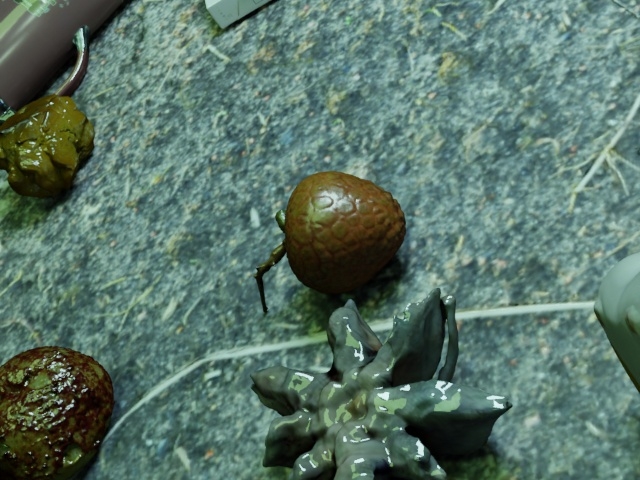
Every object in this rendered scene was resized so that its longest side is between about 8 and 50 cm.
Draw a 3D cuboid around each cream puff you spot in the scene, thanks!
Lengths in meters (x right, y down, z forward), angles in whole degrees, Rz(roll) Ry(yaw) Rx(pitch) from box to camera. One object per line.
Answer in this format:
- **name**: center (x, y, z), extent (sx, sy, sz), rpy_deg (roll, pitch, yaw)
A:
- **cream puff**: center (-0.298, -0.099, 1.623), extent (0.116, 0.094, 0.122), rpy_deg (-35, 17, -1)
- **cream puff**: center (-0.259, 0.158, 1.355), extent (0.149, 0.084, 0.149), rpy_deg (-22, 43, 22)

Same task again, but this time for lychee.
- **lychee**: center (0.004, 0.000, 1.294), extent (0.140, 0.114, 0.101), rpy_deg (-16, 10, -2)

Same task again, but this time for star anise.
- **star anise**: center (0.040, 0.138, 1.145), extent (0.229, 0.093, 0.236), rpy_deg (-15, 44, 26)

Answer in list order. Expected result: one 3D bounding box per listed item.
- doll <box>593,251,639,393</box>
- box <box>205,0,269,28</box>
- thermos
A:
- **doll**: center (0.310, 0.025, 1.003), extent (0.269, 0.162, 0.166), rpy_deg (-45, 9, 0)
- **box**: center (-0.058, -0.304, 1.670), extent (0.154, 0.040, 0.084), rpy_deg (-28, 42, 10)
- **thermos**: center (-0.347, -0.216, 1.767), extent (0.330, 0.136, 0.109), rpy_deg (-49, 13, -12)
